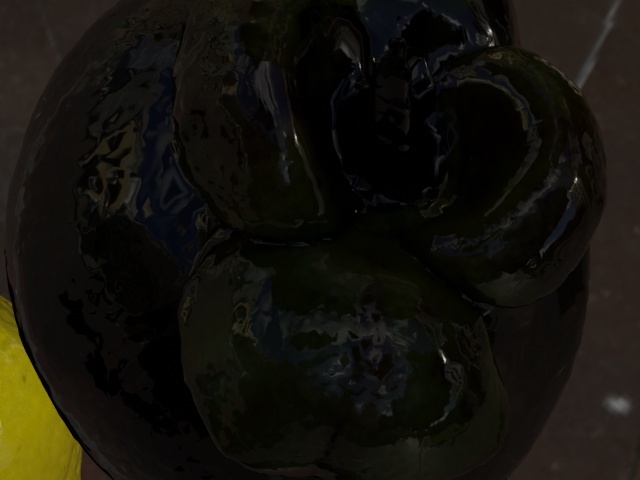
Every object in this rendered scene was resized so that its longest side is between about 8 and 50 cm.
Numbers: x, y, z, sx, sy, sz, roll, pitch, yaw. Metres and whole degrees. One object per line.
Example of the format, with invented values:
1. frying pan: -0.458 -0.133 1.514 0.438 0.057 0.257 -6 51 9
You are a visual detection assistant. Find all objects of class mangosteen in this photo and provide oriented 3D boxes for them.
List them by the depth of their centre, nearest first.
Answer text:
1. mangosteen: 0.000 0.000 0.593 0.243 0.243 0.243 11 48 -13

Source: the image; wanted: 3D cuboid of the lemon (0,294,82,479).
1. lemon: -0.288 0.141 1.141 0.268 0.322 0.268 12 61 -22
